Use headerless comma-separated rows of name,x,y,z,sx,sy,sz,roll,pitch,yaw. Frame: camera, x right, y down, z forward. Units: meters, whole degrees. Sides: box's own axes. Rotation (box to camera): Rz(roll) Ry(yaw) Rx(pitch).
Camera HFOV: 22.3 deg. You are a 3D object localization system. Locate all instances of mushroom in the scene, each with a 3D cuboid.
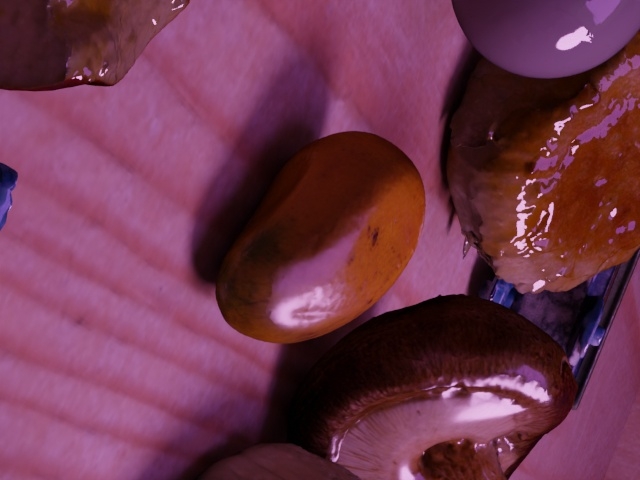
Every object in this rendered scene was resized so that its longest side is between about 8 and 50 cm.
mushroom,0.071,0.124,1.163,0.231,0.194,0.138,-51,-161,28

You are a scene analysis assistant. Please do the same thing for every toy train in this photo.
toy train,0.242,0.010,1.571,0.202,0.131,0.300,65,48,-73

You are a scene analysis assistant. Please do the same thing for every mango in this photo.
mango,0.001,0.004,0.970,0.165,0.089,0.115,-54,154,-30

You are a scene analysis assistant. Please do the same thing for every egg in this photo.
egg,0.167,-0.199,1.124,0.146,0.146,0.199,86,24,-48

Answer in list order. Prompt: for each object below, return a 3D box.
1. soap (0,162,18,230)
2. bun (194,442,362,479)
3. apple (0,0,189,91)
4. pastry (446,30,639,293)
soap,-0.197,-0.004,0.456,0.156,0.077,0.293,-67,159,-6
bun,-0.036,0.248,1.023,0.244,0.153,0.244,-44,142,-49
apple,-0.092,-0.139,0.504,0.156,0.147,0.158,1,119,-36
pastry,0.209,-0.081,1.322,0.257,0.121,0.236,-44,139,-7
